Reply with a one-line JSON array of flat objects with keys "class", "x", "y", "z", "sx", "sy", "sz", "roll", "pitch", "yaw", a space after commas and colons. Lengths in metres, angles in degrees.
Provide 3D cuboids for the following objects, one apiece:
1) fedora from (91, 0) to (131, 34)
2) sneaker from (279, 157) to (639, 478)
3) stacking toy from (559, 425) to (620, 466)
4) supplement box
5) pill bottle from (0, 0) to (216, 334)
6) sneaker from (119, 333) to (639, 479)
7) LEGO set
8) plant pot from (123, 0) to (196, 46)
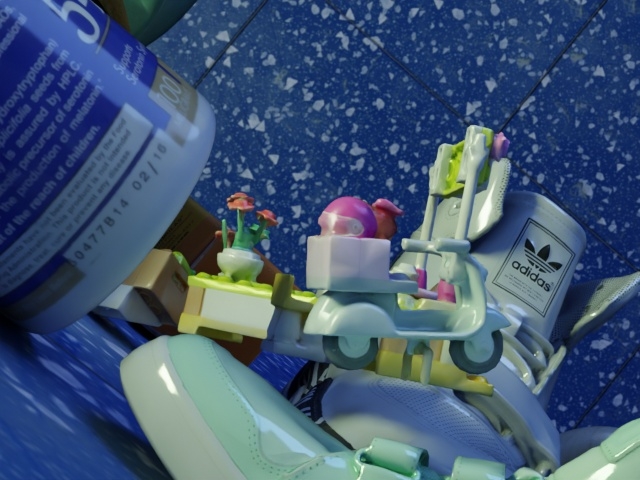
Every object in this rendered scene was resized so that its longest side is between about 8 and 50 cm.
[{"class": "fedora", "x": -0.157, "y": -0.072, "z": 0.710, "sx": 0.079, "sy": 0.194, "sz": 0.194, "roll": 4, "pitch": -10, "yaw": 12}, {"class": "sneaker", "x": 0.083, "y": 0.064, "z": 0.768, "sx": 0.137, "sy": 0.210, "sz": 0.366, "roll": 39, "pitch": -1, "yaw": -6}, {"class": "stacking toy", "x": 0.164, "y": 0.199, "z": 1.007, "sx": 0.141, "sy": 0.141, "sz": 0.330, "roll": 39, "pitch": -7, "yaw": 0}, {"class": "supplement box", "x": -0.099, "y": 0.006, "z": 0.876, "sx": 0.078, "sy": 0.080, "sz": 0.233, "roll": 42, "pitch": -5, "yaw": -30}, {"class": "pill bottle", "x": -0.139, "y": -0.062, "z": 0.486, "sx": 0.186, "sy": 0.112, "sz": 0.112, "roll": 40, "pitch": -2, "yaw": -23}, {"class": "sneaker", "x": 0.066, "y": 0.078, "z": 0.460, "sx": 0.256, "sy": 0.151, "sz": 0.094, "roll": 38, "pitch": 0, "yaw": 7}, {"class": "LEGO set", "x": 0.000, "y": 0.000, "z": 0.621, "sx": 0.132, "sy": 0.107, "sz": 0.287, "roll": 14, "pitch": -5, "yaw": -28}, {"class": "plant pot", "x": -0.179, "y": -0.242, "z": 0.889, "sx": 0.293, "sy": 0.293, "sz": 0.235, "roll": 40, "pitch": 27, "yaw": -31}]
